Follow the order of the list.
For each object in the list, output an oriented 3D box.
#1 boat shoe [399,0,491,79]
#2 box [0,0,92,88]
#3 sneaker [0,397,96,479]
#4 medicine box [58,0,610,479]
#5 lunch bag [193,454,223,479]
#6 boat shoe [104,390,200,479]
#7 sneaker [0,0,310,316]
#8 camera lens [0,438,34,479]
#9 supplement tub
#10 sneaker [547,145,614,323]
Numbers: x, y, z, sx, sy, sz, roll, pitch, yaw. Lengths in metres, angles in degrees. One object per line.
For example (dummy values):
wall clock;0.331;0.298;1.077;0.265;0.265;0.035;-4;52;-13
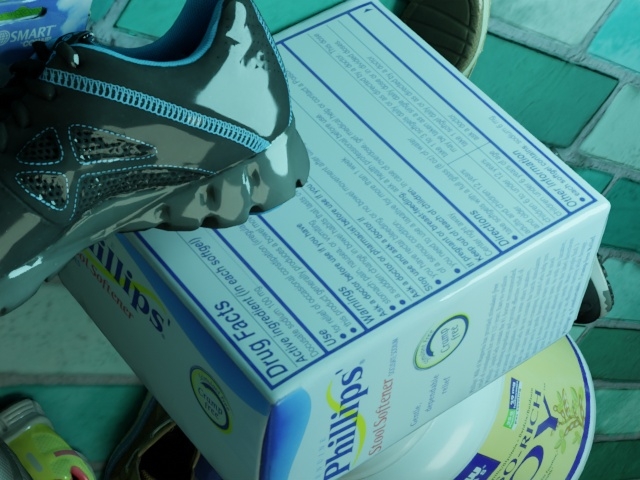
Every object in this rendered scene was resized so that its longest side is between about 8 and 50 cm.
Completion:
boat shoe;0.097;-0.148;1.248;0.072;0.068;0.190;-36;162;-37
box;-0.205;-0.084;0.967;0.109;0.042;0.178;-18;142;-38
sneaker;-0.215;0.212;1.286;0.081;0.094;0.208;-39;152;-11
medicine box;0.000;0.000;1.103;0.289;0.263;0.149;-29;147;-25
lunch bag;-0.091;0.200;1.449;0.098;0.067;0.065;-4;131;-45
boat shoe;-0.144;0.197;1.365;0.066;0.066;0.183;10;120;-18
sneaker;-0.171;-0.049;0.929;0.341;0.125;0.139;-24;119;-26
camera lens;-0.307;0.186;1.011;0.219;0.219;0.274;-40;151;-7
supplement tub;0.079;0.128;1.382;0.241;0.241;0.331;-48;147;8
sneaker;0.206;0.014;1.571;0.124;0.107;0.283;-28;146;2
